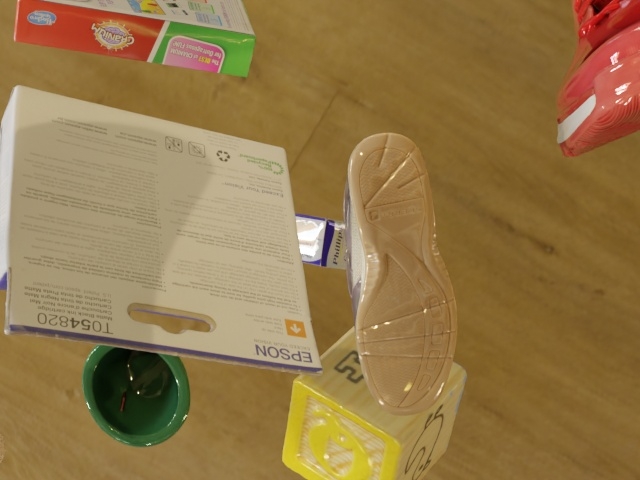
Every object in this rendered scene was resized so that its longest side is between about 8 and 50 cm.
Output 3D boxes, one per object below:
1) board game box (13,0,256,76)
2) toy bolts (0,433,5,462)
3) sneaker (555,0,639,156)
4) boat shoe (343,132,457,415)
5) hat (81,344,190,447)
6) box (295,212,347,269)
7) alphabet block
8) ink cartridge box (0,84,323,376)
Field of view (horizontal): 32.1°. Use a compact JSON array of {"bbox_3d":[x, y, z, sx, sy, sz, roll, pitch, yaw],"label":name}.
[{"bbox_3d":[-0.265,-0.329,1.579,0.317,0.064,0.242,7,29,-16],"label":"board game box"},{"bbox_3d":[-0.474,0.178,1.415,0.159,0.218,0.228,-1,112,-2],"label":"toy bolts"},{"bbox_3d":[0.124,-0.114,0.486,0.087,0.221,0.128,-22,93,16],"label":"sneaker"},{"bbox_3d":[0.076,0.031,1.128,0.103,0.092,0.285,-9,99,-1],"label":"boat shoe"},{"bbox_3d":[-0.270,0.203,1.776,0.173,0.183,0.208,-14,95,11],"label":"hat"},{"bbox_3d":[0.000,0.000,1.698,0.137,0.126,0.072,7,93,-51],"label":"box"},{"bbox_3d":[0.080,0.266,1.679,0.193,0.192,0.197,26,41,24],"label":"alphabet block"},{"bbox_3d":[-0.118,0.002,0.795,0.223,0.045,0.224,12,45,-24],"label":"ink cartridge box"}]
